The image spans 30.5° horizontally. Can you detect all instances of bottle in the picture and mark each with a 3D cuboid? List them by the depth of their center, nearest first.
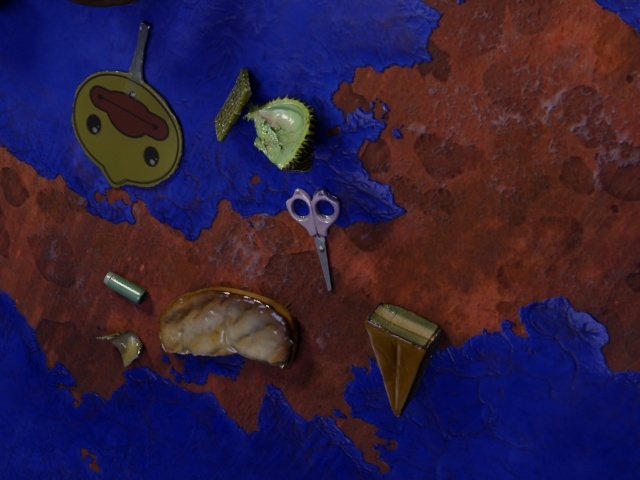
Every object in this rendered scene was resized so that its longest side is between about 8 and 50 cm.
[{"bbox_3d":[-0.365,0.088,2.193,0.083,0.030,0.030,28,125,14],"label":"bottle"}]

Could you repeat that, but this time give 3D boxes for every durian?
[{"bbox_3d":[-0.058,-0.174,1.838,0.215,0.100,0.086,-118,34,-48],"label":"durian"}]

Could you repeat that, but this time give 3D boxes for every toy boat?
[{"bbox_3d":[-0.141,-0.218,1.893,0.016,0.063,0.115,15,129,-24],"label":"toy boat"}]

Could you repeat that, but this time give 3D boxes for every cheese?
[{"bbox_3d":[-0.384,0.197,2.255,0.084,0.041,0.060,38,136,-13],"label":"cheese"}]

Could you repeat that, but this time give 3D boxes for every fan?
[{"bbox_3d":[-0.326,-0.225,2.019,0.230,0.011,0.335,28,127,13],"label":"fan"}]

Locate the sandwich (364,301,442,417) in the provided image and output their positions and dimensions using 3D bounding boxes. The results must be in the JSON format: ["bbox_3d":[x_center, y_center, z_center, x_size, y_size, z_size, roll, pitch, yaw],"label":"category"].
[{"bbox_3d":[0.119,0.197,1.962,0.113,0.079,0.163,27,126,16],"label":"sandwich"}]

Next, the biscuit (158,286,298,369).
[{"bbox_3d":[-0.173,0.153,2.115,0.299,0.045,0.154,5,118,27],"label":"biscuit"}]

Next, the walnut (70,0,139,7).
[{"bbox_3d":[-0.323,-0.462,1.758,0.261,0.225,0.225,-9,117,-11],"label":"walnut"}]

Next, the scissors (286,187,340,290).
[{"bbox_3d":[0.000,0.000,1.962,0.100,0.015,0.189,2,118,29],"label":"scissors"}]
